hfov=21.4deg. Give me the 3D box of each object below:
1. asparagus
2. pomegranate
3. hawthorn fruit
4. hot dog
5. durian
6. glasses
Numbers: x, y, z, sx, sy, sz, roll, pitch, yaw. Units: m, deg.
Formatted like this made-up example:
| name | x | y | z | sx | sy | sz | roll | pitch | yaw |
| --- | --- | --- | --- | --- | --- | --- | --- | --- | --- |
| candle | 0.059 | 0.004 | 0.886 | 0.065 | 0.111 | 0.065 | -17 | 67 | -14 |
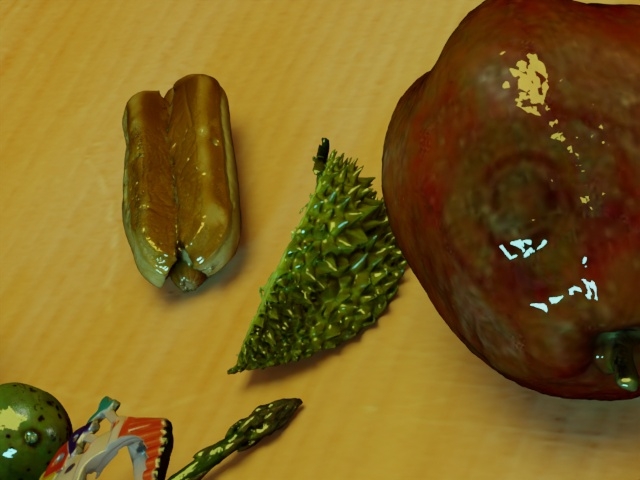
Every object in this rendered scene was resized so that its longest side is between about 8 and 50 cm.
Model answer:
| name | x | y | z | sx | sy | sz | roll | pitch | yaw |
| --- | --- | --- | --- | --- | --- | --- | --- | --- | --- |
| asparagus | -0.106 | 0.163 | 1.041 | 0.233 | 0.023 | 0.022 | -34 | 82 | -12 |
| pomegranate | -0.192 | 0.132 | 1.099 | 0.073 | 0.084 | 0.073 | -3 | 66 | 6 |
| hawthorn fruit | 0.143 | -0.013 | 0.962 | 0.224 | 0.224 | 0.261 | -14 | 53 | 15 |
| hot dog | -0.103 | -0.051 | 1.266 | 0.092 | 0.062 | 0.236 | -17 | 40 | 11 |
| durian | 0.000 | 0.000 | 1.137 | 0.100 | 0.086 | 0.215 | -14 | 38 | 38 |
| glasses | -0.125 | 0.202 | 0.967 | 0.162 | 0.095 | 0.255 | -20 | 43 | 37 |
